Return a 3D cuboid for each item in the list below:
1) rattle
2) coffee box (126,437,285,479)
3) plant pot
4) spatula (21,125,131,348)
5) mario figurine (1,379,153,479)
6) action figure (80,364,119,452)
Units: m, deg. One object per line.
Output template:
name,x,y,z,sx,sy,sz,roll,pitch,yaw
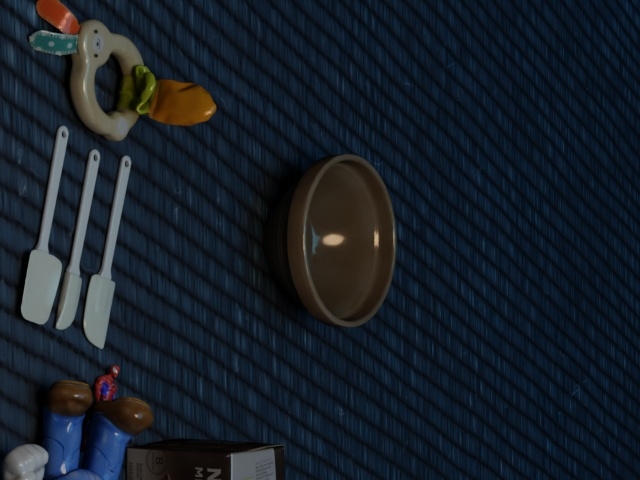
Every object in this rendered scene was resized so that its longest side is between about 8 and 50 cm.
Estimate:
rattle,-0.237,-0.206,2.194,0.130,0.142,0.200,-47,135,-23
coffee box,-0.141,0.399,2.292,0.119,0.168,0.297,1,89,-56
plant pot,0.000,0.000,2.559,0.237,0.109,0.237,-1,91,-56
spatula,-0.288,-0.006,2.215,0.168,0.019,0.242,27,68,-52
mario figurine,-0.260,0.324,2.099,0.170,0.198,0.321,91,5,-70
action figure,-0.262,0.204,2.241,0.038,0.030,0.115,34,59,-45
